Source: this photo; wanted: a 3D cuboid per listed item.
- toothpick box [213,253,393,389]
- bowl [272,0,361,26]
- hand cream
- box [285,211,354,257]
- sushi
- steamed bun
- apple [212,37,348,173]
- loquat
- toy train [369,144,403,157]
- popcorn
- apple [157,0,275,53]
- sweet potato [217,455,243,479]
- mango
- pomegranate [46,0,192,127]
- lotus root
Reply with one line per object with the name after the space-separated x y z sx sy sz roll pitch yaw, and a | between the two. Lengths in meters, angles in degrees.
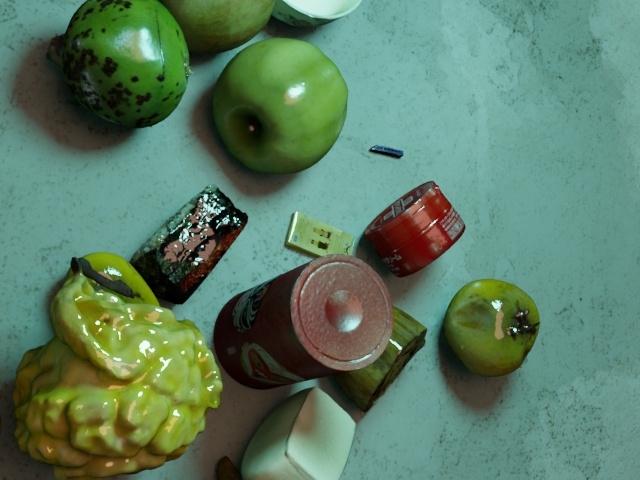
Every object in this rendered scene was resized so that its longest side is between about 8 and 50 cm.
-0.039 0.156 1.685 0.204 0.333 0.204 7 74 -28 | toothpick box
-0.048 -0.574 1.985 0.277 0.145 0.277 7 75 -29 | bowl
0.197 -0.023 1.950 0.193 0.193 0.125 -42 97 -31 | hand cream
0.000 0.000 1.932 0.149 0.020 0.073 24 66 -22 | box
-0.246 0.004 1.730 0.126 0.136 0.225 41 68 -11 | sushi
-0.048 0.395 1.703 0.146 0.164 0.241 46 28 -10 | steamed bun
-0.078 -0.272 1.845 0.279 0.279 0.279 8 73 -27 | apple
0.363 0.184 1.980 0.213 0.213 0.213 8 73 -27 | loquat
0.146 -0.200 2.068 0.083 0.017 0.017 10 70 -27 | toy train
-0.342 0.209 1.487 0.349 0.349 0.381 -13 95 -31 | popcorn
-0.218 -0.495 1.810 0.234 0.257 0.257 -25 90 -18 | apple
-0.134 0.482 1.711 0.053 0.054 0.182 -41 100 -22 | sweet potato
-0.364 0.103 1.655 0.195 0.098 0.137 33 67 -21 | mango
-0.367 -0.331 1.696 0.270 0.254 0.254 15 67 5 | pomegranate
0.089 0.217 1.863 0.180 0.199 0.188 32 18 15 | lotus root
